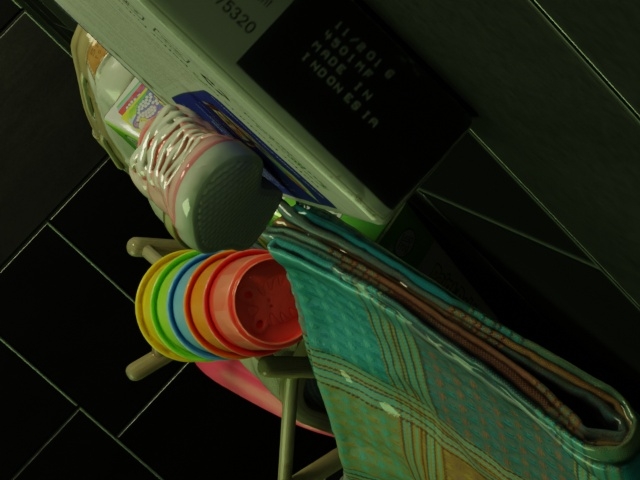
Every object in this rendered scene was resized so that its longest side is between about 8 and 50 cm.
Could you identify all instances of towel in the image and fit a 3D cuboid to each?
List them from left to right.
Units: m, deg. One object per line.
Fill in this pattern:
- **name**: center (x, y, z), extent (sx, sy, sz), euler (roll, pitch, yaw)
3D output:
- **towel**: center (0.097, 0.151, 1.043), extent (0.271, 0.040, 0.370), euler (32, 155, 31)

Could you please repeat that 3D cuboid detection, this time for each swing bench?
- **swing bench**: center (-0.013, 0.092, 1.538), extent (0.253, 0.254, 0.165), euler (38, 133, 45)

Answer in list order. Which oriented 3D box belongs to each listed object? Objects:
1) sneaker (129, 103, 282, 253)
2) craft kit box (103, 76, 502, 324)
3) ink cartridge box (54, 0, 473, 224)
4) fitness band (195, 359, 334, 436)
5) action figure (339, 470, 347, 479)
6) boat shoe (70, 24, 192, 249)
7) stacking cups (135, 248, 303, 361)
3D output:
- **sneaker**: center (-0.062, -0.032, 0.752), extent (0.070, 0.051, 0.134), euler (36, 180, 9)
- **craft kit box**: center (0.000, 0.000, 1.158), extent (0.250, 0.061, 0.246), euler (29, 172, 35)
- **ink cartridge box**: center (-0.050, -0.093, 0.785), extent (0.176, 0.069, 0.371), euler (43, 174, -9)
- **fitness band**: center (-0.002, 0.115, 1.720), extent (0.290, 0.054, 0.209), euler (24, -150, 30)
- **action figure**: center (0.085, 0.148, 1.383), extent (0.099, 0.185, 0.285), euler (51, 174, 44)
- **boat shoe**: center (-0.119, -0.092, 1.328), extent (0.103, 0.113, 0.302), euler (43, 166, 20)
- **stacking cups**: center (-0.062, 0.044, 1.227), extent (0.096, 0.096, 0.316), euler (44, 165, -10)
